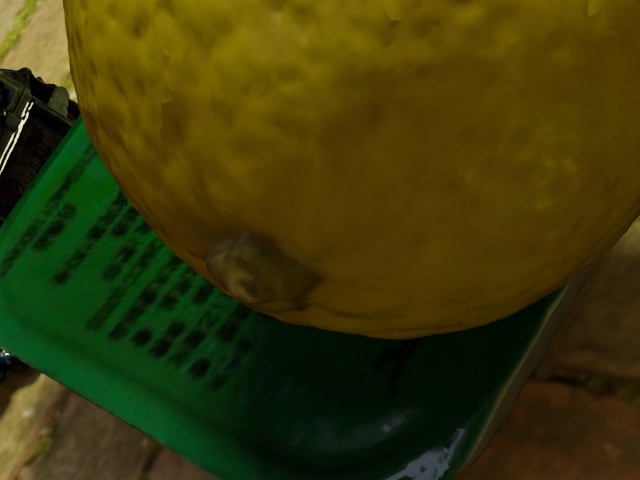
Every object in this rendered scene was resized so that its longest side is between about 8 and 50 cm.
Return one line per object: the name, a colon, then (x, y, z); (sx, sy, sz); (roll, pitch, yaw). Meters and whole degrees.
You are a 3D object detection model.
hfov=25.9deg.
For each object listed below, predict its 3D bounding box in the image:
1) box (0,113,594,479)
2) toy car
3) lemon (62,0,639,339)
box: (0.000, 0.000, 0.705); (0.337, 0.106, 0.264); (23, 74, 40)
toy car: (-0.203, -0.002, 0.846); (0.063, 0.103, 0.216); (-13, 50, 53)
lemon: (0.029, -0.097, 0.515); (0.267, 0.267, 0.267); (-17, 52, 23)
